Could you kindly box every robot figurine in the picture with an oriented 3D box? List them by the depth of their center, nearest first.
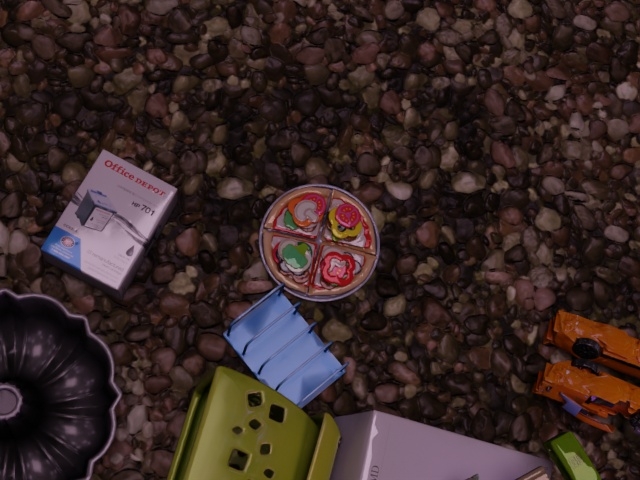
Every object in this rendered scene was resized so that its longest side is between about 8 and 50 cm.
[{"bbox_3d":[0.494,0.229,1.730,0.290,0.085,0.211,23,55,-1],"label":"robot figurine"}]

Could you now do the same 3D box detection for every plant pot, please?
[{"bbox_3d":[-0.101,0.328,1.562,0.207,0.228,0.227,19,72,-8],"label":"plant pot"}]

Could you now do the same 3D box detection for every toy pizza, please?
[{"bbox_3d":[0.000,0.000,1.765,0.201,0.032,0.201,2,74,-7],"label":"toy pizza"}]

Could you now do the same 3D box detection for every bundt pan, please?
[{"bbox_3d":[-0.455,0.243,1.583,0.330,0.124,0.331,2,74,-7],"label":"bundt pan"}]

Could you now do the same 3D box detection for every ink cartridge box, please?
[{"bbox_3d":[-0.330,-0.025,1.701,0.139,0.082,0.191,28,74,0],"label":"ink cartridge box"}]

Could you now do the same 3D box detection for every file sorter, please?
[{"bbox_3d":[-0.051,0.166,1.673,0.118,0.104,0.170,-38,82,-17],"label":"file sorter"}]

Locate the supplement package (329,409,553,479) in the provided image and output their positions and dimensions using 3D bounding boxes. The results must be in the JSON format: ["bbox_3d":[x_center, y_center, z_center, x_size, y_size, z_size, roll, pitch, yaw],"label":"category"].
[{"bbox_3d":[0.160,0.374,1.579,0.292,0.175,0.178,18,72,-15],"label":"supplement package"}]

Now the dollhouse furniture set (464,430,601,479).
[{"bbox_3d":[0.253,0.419,1.473,0.301,0.151,0.198,-28,69,-5],"label":"dollhouse furniture set"}]
